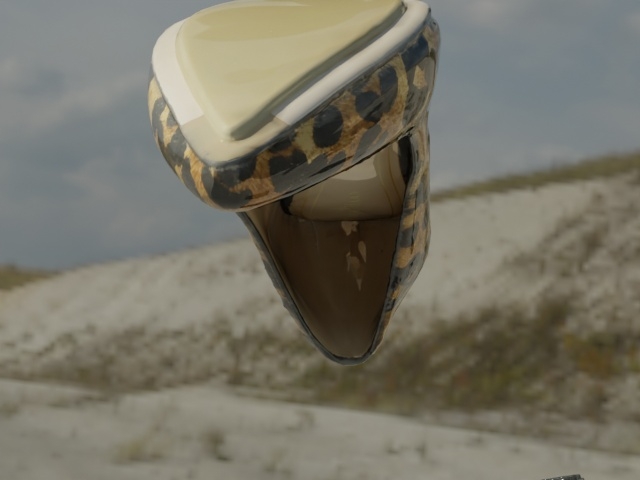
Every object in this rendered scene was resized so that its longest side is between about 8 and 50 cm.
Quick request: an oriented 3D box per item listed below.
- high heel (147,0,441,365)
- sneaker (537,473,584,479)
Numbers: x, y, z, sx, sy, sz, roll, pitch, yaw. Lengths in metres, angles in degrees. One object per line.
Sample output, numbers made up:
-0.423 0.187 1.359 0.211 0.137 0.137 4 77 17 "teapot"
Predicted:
0.000 0.000 0.640 0.093 0.186 0.261 1 21 10 "high heel"
0.081 0.169 0.833 0.057 0.075 0.161 -15 7 43 "sneaker"
